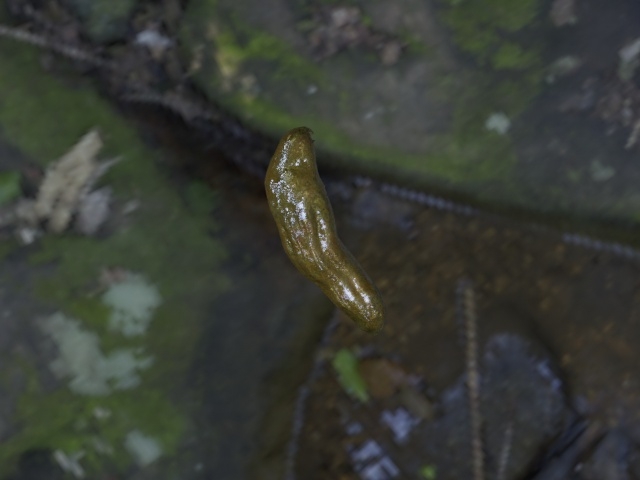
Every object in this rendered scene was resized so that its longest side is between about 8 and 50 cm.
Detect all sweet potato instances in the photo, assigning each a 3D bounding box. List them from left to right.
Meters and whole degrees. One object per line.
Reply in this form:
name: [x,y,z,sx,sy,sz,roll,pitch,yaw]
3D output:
sweet potato: [-0.001,0.001,1.581,0.053,0.054,0.182,-18,107,26]
